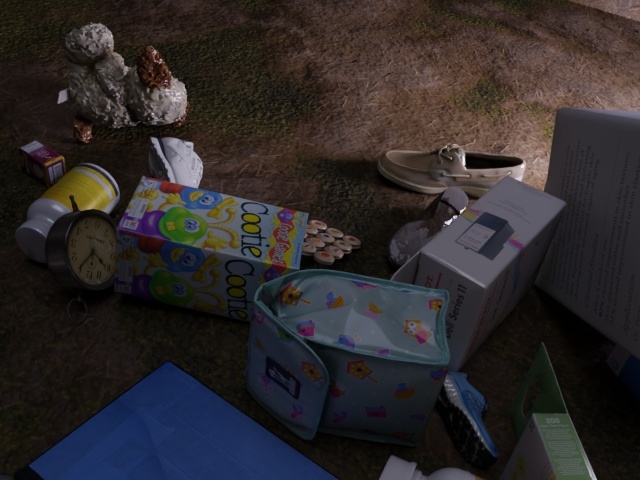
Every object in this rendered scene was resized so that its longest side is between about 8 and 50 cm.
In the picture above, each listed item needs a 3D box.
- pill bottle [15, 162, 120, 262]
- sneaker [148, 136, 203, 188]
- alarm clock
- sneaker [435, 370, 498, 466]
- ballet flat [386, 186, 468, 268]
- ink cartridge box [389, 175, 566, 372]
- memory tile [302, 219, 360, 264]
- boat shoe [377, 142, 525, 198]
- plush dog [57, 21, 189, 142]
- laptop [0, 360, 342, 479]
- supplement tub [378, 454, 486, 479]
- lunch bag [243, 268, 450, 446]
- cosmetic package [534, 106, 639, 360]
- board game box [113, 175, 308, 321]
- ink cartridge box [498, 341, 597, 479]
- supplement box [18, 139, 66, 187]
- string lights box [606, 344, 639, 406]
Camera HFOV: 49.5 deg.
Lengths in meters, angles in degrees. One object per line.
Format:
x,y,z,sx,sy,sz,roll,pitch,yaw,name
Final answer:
-0.433,-0.046,1.191,0.103,0.103,0.184,17,41,10,pill bottle
-0.266,-0.126,1.334,0.095,0.090,0.235,-1,42,-26,sneaker
-0.376,0.035,1.101,0.064,0.129,0.192,-9,69,26,alarm clock
0.221,0.248,1.005,0.073,0.063,0.162,-3,42,-19,sneaker
0.202,-0.019,1.322,0.084,0.058,0.250,42,53,4,ballet flat
0.238,0.068,1.103,0.119,0.207,0.353,32,46,26,ink cartridge box
0.000,0.000,1.252,0.113,0.012,0.148,26,25,20,memory tile
0.272,-0.158,1.451,0.302,0.098,0.109,11,41,2,boat shoe
-0.388,-0.301,1.435,0.225,0.262,0.211,3,74,7,plush dog
-0.197,0.270,0.762,0.382,0.408,0.236,27,77,26,laptop
0.181,0.379,0.719,0.316,0.228,0.228,21,42,14,supplement tub
0.027,0.161,0.944,0.262,0.223,0.160,8,46,-1,lunch bag
0.578,-0.023,1.080,0.327,0.329,0.394,1,15,-9,cosmetic package
-0.172,0.019,1.115,0.275,0.142,0.144,13,40,-5,board game box
0.275,0.274,0.901,0.056,0.171,0.235,2,41,-8,ink cartridge box
-0.530,-0.146,1.326,0.083,0.055,0.043,29,45,23,supplement box
0.574,0.251,1.055,0.133,0.077,0.260,-6,43,-16,string lights box
